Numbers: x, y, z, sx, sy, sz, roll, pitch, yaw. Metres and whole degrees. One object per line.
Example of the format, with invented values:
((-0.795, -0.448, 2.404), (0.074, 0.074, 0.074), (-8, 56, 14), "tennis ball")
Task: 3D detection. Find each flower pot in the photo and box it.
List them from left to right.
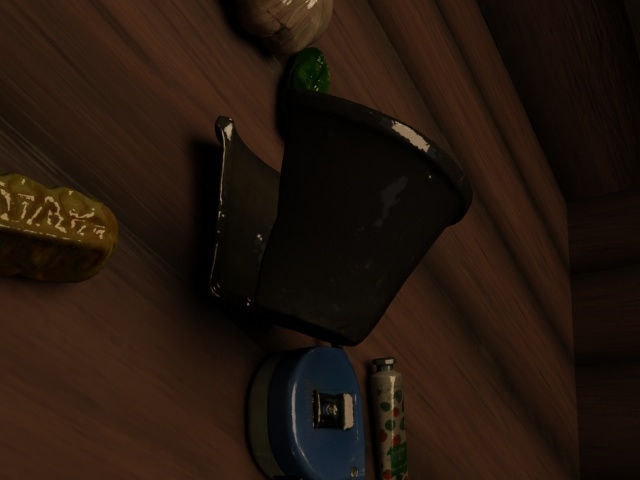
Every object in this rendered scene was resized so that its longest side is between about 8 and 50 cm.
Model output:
((0.000, 0.000, 0.804), (0.379, 0.379, 0.251), (34, 69, -46), "flower pot")

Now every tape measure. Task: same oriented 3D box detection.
((-0.013, 0.198, 0.896), (0.215, 0.098, 0.351), (22, 58, -52), "tape measure")

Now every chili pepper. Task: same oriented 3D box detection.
((-0.024, -0.269, 1.072), (0.100, 0.074, 0.257), (42, 45, -40), "chili pepper")

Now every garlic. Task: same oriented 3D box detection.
((-0.063, -0.444, 1.011), (0.228, 0.152, 0.228), (31, 54, -56), "garlic")

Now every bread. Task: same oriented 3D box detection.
((-0.309, -0.019, 0.537), (0.269, 0.087, 0.098), (17, 63, -52), "bread")

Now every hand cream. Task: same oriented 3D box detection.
((0.131, 0.359, 1.085), (0.095, 0.059, 0.276), (4, 79, -54), "hand cream")
